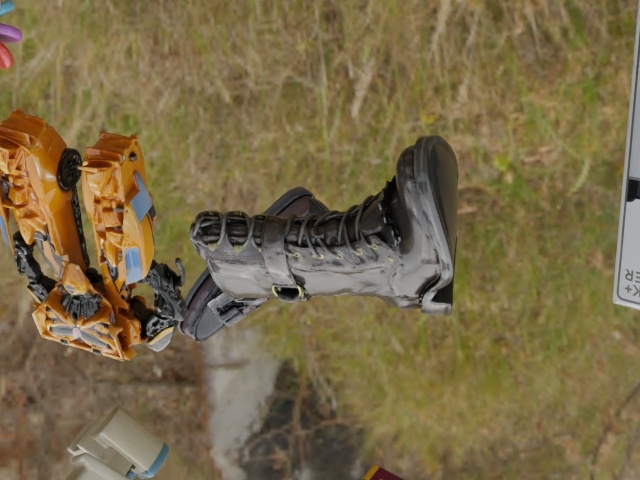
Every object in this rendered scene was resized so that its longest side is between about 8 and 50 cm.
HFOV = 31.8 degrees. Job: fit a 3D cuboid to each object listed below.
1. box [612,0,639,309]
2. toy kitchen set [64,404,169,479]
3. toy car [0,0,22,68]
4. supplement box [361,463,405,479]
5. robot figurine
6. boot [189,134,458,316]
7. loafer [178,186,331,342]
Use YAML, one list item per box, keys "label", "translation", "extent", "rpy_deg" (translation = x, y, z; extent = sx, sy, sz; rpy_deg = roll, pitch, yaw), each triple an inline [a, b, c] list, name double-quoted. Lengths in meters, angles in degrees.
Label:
- label: "box"
  translation: [0.363, -0.083, 1.053]
  extent: [0.087, 0.290, 0.169]
  rpy_deg: [14, -160, 43]
- label: "toy kitchen set"
  translation: [-0.224, 0.281, 1.081]
  extent: [0.122, 0.207, 0.166]
  rpy_deg: [42, 154, -8]
- label: "toy car"
  translation: [-0.598, -0.365, 1.987]
  extent: [0.136, 0.182, 0.159]
  rpy_deg: [16, 170, -30]
- label: "supplement box"
  translation: [0.129, 0.387, 1.464]
  extent: [0.188, 0.081, 0.104]
  rpy_deg: [23, 141, 28]
- label: "robot figurine"
  translation: [-0.247, 0.010, 1.166]
  extent: [0.211, 0.085, 0.291]
  rpy_deg: [13, 130, 18]
- label: "boot"
  translation: [0.000, 0.000, 0.951]
  extent: [0.229, 0.091, 0.263]
  rpy_deg: [3, 150, 8]
- label: "loafer"
  translation: [-0.097, 0.048, 1.751]
  extent: [0.302, 0.095, 0.109]
  rpy_deg: [-48, 149, -7]
